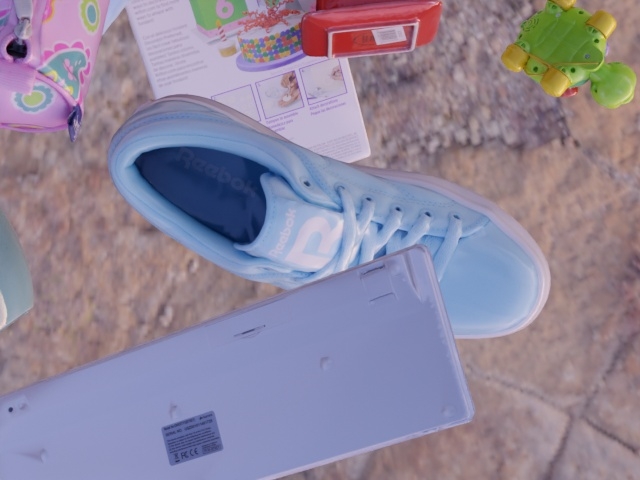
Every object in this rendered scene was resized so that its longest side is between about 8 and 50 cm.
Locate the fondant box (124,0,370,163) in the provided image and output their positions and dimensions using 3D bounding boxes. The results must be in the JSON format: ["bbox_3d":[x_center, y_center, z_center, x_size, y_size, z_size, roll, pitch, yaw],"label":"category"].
[{"bbox_3d":[-0.095,-0.225,1.752,0.238,0.096,0.330,-18,121,-4],"label":"fondant box"}]

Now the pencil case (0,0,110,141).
[{"bbox_3d":[-0.203,-0.218,1.053,0.124,0.284,0.124,9,160,3],"label":"pencil case"}]

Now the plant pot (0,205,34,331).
[{"bbox_3d":[-0.548,0.056,2.027,0.293,0.293,0.235,-35,95,13],"label":"plant pot"}]

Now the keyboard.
[{"bbox_3d":[-0.056,0.074,0.609,0.256,0.014,0.072,-21,84,28],"label":"keyboard"}]

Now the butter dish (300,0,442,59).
[{"bbox_3d":[0.053,-0.282,1.640,0.159,0.160,0.118,-5,80,0],"label":"butter dish"}]

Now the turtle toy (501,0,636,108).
[{"bbox_3d":[0.239,-0.171,1.349,0.095,0.130,0.066,-50,152,-2],"label":"turtle toy"}]

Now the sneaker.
[{"bbox_3d":[0.000,0.000,1.105,0.366,0.150,0.135,19,107,4],"label":"sneaker"}]

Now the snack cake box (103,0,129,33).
[{"bbox_3d":[-0.286,-0.262,1.483,0.089,0.152,0.264,11,141,-36],"label":"snack cake box"}]
